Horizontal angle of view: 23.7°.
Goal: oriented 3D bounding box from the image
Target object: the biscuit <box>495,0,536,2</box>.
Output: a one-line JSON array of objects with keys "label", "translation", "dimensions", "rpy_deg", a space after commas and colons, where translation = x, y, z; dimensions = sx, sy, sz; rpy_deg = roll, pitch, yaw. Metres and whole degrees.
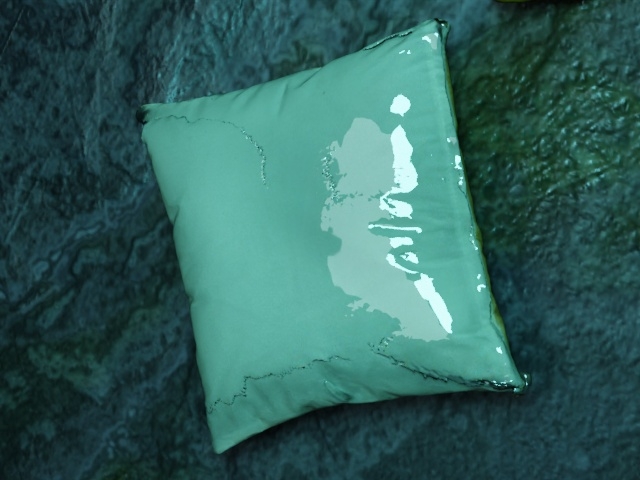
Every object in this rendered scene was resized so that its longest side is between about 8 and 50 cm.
[{"label": "biscuit", "translation": [0.209, -0.259, 1.142], "dimensions": [0.174, 0.039, 0.183], "rpy_deg": [1, 124, -8]}]

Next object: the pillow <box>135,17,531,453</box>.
[{"label": "pillow", "translation": [0.000, 0.000, 1.247], "dimensions": [0.312, 0.119, 0.310], "rpy_deg": [-15, 87, 29]}]
